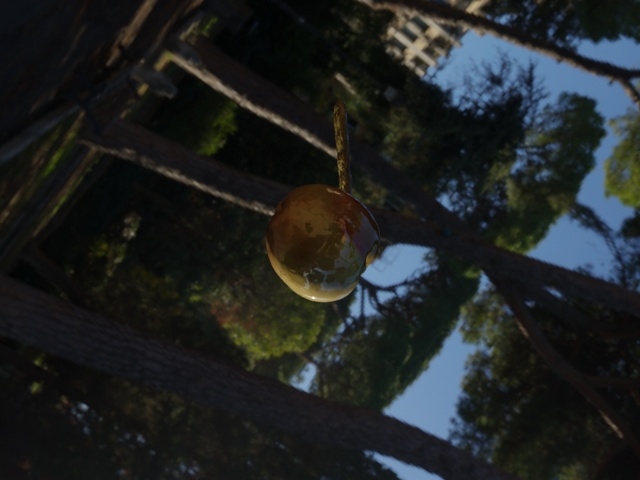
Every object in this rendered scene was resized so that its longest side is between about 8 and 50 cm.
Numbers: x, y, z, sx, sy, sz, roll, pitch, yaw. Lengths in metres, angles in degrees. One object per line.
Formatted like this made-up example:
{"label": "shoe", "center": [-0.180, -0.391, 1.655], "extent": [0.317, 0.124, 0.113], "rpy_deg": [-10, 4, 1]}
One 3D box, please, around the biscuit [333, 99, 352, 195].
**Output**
{"label": "biscuit", "center": [0.049, -0.173, 1.626], "extent": [0.118, 0.029, 0.247], "rpy_deg": [-88, 173, -82]}

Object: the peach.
{"label": "peach", "center": [0.000, 0.000, 1.197], "extent": [0.184, 0.184, 0.184], "rpy_deg": [-50, -165, 19]}
